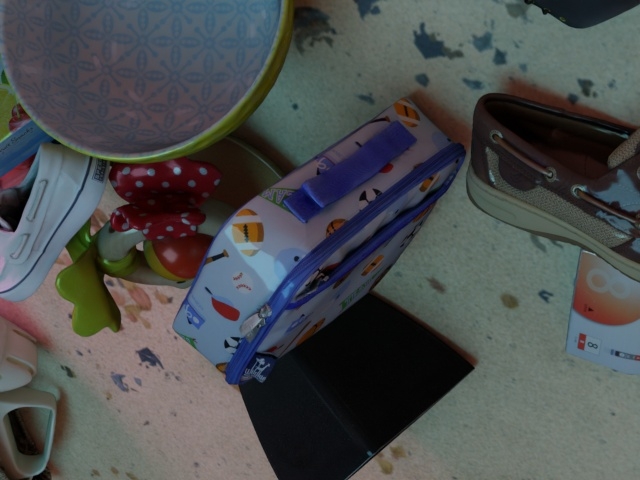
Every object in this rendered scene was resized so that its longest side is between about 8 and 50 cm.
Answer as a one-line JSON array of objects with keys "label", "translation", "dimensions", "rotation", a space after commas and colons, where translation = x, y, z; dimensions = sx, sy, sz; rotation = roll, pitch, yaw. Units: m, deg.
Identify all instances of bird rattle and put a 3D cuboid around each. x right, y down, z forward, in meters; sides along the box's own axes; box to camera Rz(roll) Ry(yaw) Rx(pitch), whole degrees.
[{"label": "bird rattle", "translation": [-0.173, -0.012, 1.573], "dimensions": [0.253, 0.207, 0.143], "rotation": [-41, 54, 33]}]

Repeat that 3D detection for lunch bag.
[{"label": "lunch bag", "translation": [0.000, 0.000, 1.388], "dimensions": [0.115, 0.303, 0.243], "rotation": [44, 140, 9]}]

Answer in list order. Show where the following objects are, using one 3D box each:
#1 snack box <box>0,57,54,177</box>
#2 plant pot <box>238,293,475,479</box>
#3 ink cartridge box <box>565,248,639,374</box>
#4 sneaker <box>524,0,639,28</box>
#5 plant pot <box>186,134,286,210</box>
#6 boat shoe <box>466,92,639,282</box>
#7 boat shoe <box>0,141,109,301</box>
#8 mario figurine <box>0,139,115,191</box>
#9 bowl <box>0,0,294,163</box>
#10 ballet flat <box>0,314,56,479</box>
[{"label": "snack box", "translation": [-0.346, -0.188, 1.534], "dimensions": [0.174, 0.070, 0.207], "rotation": [-34, 69, 14]}, {"label": "plant pot", "translation": [0.023, 0.163, 1.619], "dimensions": [0.167, 0.188, 0.187], "rotation": [50, 140, 8]}, {"label": "ink cartridge box", "translation": [0.331, 0.079, 1.410], "dimensions": [0.179, 0.045, 0.145], "rotation": [22, 136, 23]}, {"label": "sneaker", "translation": [0.162, -0.229, 1.236], "dimensions": [0.222, 0.083, 0.118], "rotation": [-3, 124, 37]}, {"label": "plant pot", "translation": [-0.103, -0.033, 1.641], "dimensions": [0.236, 0.032, 0.236], "rotation": [19, 135, 21]}, {"label": "boat shoe", "translation": [0.284, -0.051, 1.278], "dimensions": [0.342, 0.123, 0.123], "rotation": [22, 137, 28]}, {"label": "boat shoe", "translation": [-0.310, -0.025, 1.542], "dimensions": [0.084, 0.095, 0.258], "rotation": [18, 136, -25]}, {"label": "mario figurine", "translation": [-0.338, -0.142, 1.605], "dimensions": [0.320, 0.198, 0.170], "rotation": [-1, 137, 32]}, {"label": "bowl", "translation": [-0.146, -0.203, 1.406], "dimensions": [0.289, 0.289, 0.156], "rotation": [23, 178, 18]}, {"label": "ballet flat", "translation": [-0.464, 0.212, 2.051], "dimensions": [0.182, 0.164, 0.483], "rotation": [3, 136, 8]}]
